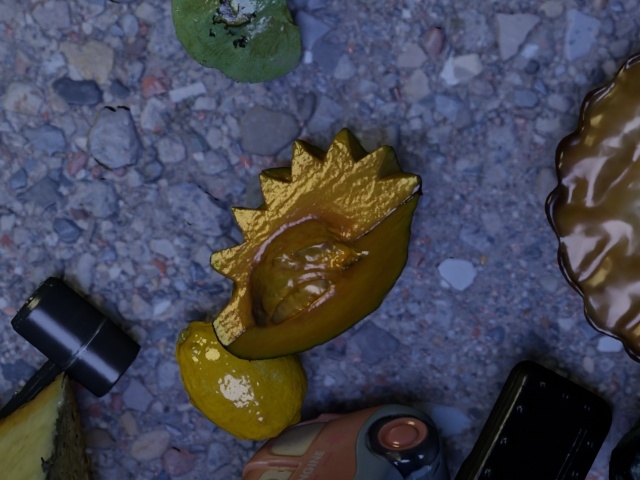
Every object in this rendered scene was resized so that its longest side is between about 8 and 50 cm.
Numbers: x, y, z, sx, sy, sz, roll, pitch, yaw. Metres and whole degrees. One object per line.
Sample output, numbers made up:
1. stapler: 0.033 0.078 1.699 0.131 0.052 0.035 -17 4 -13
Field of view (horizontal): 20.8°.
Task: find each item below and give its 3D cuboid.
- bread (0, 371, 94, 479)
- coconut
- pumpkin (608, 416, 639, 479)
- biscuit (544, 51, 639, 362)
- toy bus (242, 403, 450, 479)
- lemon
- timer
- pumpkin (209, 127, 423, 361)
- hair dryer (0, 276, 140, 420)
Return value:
1. bread: -0.382 0.280 1.770 0.315 0.248 0.279 2 132 -4
2. coconut: -0.083 -0.214 1.654 0.133 0.055 0.158 -30 105 17
3. pumpkin: 0.386 0.211 1.681 0.233 0.233 0.163 -44 83 22
4. biscuit: 0.372 -0.030 1.611 0.325 0.107 0.326 0 91 9
5. toy bus: 0.004 0.298 1.754 0.232 0.288 0.194 3 126 28
6. lemon: -0.081 0.138 1.771 0.155 0.114 0.114 41 112 -9
7. timer: 0.205 0.222 1.752 0.144 0.055 0.187 28 88 -37
8. pumpkin: 0.000 0.000 1.725 0.254 0.149 0.130 -42 61 11
9. hair dryer: -0.297 0.143 1.837 0.124 0.071 0.219 39 121 -7
